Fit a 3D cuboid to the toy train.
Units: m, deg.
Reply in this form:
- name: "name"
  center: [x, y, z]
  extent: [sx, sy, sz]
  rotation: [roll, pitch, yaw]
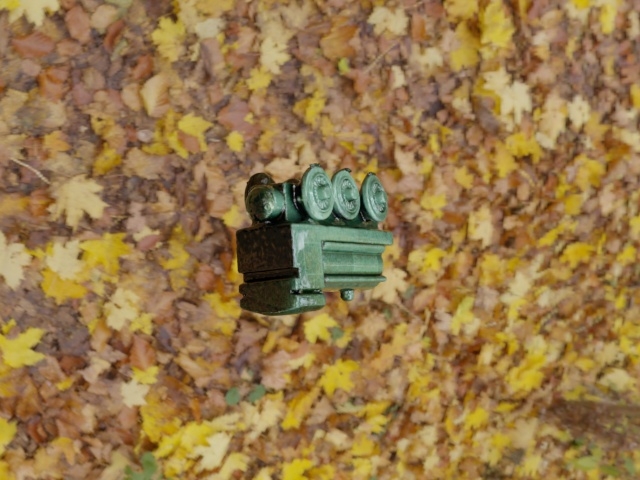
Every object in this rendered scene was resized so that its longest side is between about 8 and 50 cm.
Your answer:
- name: "toy train"
  center: [0.000, 0.000, 0.648]
  extent: [0.170, 0.071, 0.111]
  rotation: [4, 83, -59]
